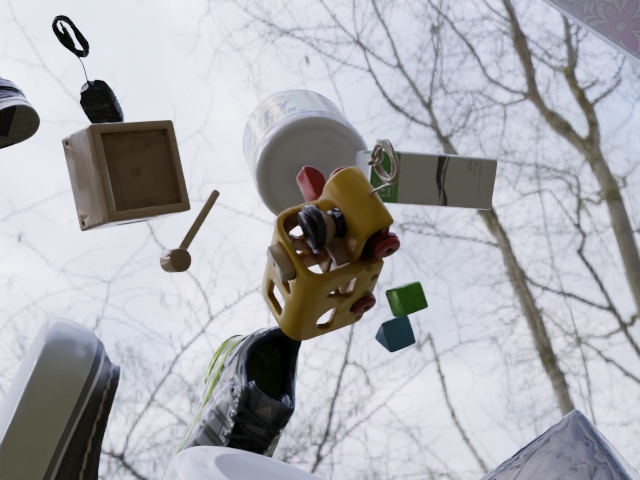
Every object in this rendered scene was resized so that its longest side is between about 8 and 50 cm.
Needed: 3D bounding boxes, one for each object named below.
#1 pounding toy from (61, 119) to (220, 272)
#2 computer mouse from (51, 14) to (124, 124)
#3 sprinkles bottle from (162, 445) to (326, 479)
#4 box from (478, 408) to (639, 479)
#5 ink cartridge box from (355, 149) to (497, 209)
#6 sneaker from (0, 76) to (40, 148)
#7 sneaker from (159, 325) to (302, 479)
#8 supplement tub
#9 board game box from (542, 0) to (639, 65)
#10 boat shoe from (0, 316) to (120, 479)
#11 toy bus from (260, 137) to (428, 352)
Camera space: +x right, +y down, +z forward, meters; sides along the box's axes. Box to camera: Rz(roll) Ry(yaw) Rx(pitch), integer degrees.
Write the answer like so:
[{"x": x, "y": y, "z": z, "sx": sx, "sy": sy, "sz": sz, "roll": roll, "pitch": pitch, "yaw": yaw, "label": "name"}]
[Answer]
[{"x": -0.234, "y": -0.052, "z": 1.197, "sx": 0.181, "sy": 0.206, "sz": 0.094, "roll": -12, "pitch": 0, "yaw": -43, "label": "pounding toy"}, {"x": -0.425, "y": -0.305, "z": 1.625, "sx": 0.071, "sy": 0.041, "sz": 0.242, "roll": -1, "pitch": -54, "yaw": 24, "label": "computer mouse"}, {"x": -0.077, "y": 0.288, "z": 0.432, "sx": 0.121, "sy": 0.355, "sz": 0.121, "roll": 20, "pitch": -1, "yaw": 0, "label": "sprinkles bottle"}, {"x": 0.327, "y": 0.491, "z": 0.761, "sx": 0.297, "sy": 0.480, "sz": 0.472, "roll": -40, "pitch": -70, "yaw": 9, "label": "box"}, {"x": 0.179, "y": -0.106, "z": 1.539, "sx": 0.219, "sy": 0.093, "sz": 0.160, "roll": 4, "pitch": 4, "yaw": -7, "label": "ink cartridge box"}, {"x": -0.559, "y": -0.184, "z": 1.356, "sx": 0.226, "sy": 0.163, "sz": 0.086, "roll": -18, "pitch": -52, "yaw": -19, "label": "sneaker"}, {"x": -0.092, "y": 0.213, "z": 0.949, "sx": 0.111, "sy": 0.300, "sz": 0.121, "roll": 24, "pitch": -38, "yaw": -17, "label": "sneaker"}, {"x": -0.039, "y": -0.185, "z": 1.843, "sx": 0.235, "sy": 0.325, "sz": 0.235, "roll": -4, "pitch": -68, "yaw": -10, "label": "supplement tub"}, {"x": 0.273, "y": -0.254, "z": 0.536, "sx": 0.066, "sy": 0.319, "sz": 0.318, "roll": 10, "pitch": -61, "yaw": -53, "label": "board game box"}, {"x": -0.105, "y": 0.142, "z": 0.327, "sx": 0.076, "sy": 0.080, "sz": 0.228, "roll": 18, "pitch": -85, "yaw": -17, "label": "boat shoe"}, {"x": 0.000, "y": 0.011, "z": 0.853, "sx": 0.104, "sy": 0.191, "sz": 0.202, "roll": -18, "pitch": -77, "yaw": -24, "label": "toy bus"}]
